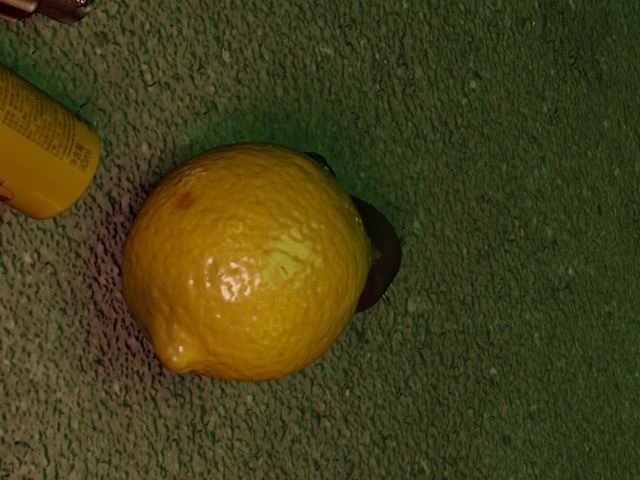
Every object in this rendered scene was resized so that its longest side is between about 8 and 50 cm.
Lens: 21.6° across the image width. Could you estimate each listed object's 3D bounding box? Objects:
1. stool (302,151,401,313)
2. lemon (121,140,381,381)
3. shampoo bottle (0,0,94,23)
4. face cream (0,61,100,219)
[{"bbox_3d":[0.000,0.000,1.785,0.121,0.125,0.217,-47,112,-42],"label":"stool"},{"bbox_3d":[-0.074,0.024,1.605,0.253,0.228,0.228,-34,112,-46],"label":"lemon"},{"bbox_3d":[-0.323,-0.261,1.422,0.323,0.084,0.129,16,43,-49],"label":"shampoo bottle"},{"bbox_3d":[-0.336,-0.134,1.385,0.349,0.105,0.105,35,59,-45],"label":"face cream"}]
